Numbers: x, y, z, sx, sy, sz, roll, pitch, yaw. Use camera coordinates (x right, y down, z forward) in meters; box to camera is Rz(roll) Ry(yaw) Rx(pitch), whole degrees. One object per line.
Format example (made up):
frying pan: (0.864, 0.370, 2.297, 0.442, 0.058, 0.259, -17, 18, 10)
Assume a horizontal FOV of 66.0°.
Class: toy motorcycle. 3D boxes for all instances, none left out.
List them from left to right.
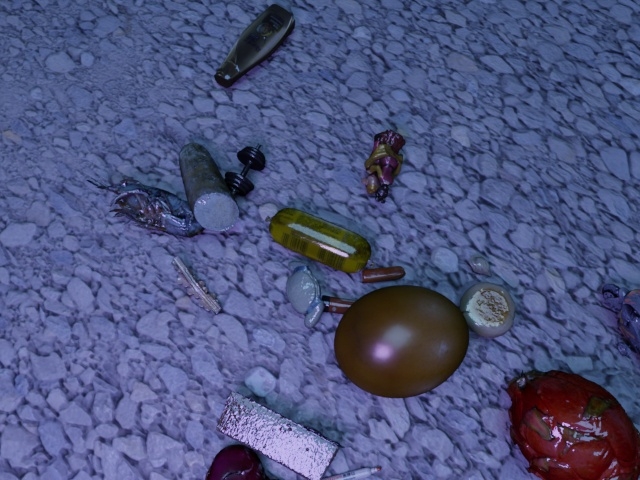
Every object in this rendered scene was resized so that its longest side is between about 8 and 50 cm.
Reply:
toy motorcycle: (0.886, 0.243, 1.334, 0.108, 0.173, 0.307, -23, 70, -10)

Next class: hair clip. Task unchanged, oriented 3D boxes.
hair clip: (-0.365, 0.135, 1.432, 0.062, 0.056, 0.214, -37, 82, -29)

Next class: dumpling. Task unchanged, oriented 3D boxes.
dumpling: (0.477, 0.069, 1.465, 0.077, 0.043, 0.059, 19, 49, 10)

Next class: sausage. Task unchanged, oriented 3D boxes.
sausage: (0.000, 0.000, 1.442, 0.347, 0.123, 0.123, 23, 71, 7)
sausage: (0.186, 0.100, 1.452, 0.131, 0.039, 0.041, -6, 63, -4)

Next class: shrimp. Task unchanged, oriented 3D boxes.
shrimp: (-0.515, -0.109, 1.450, 0.372, 0.172, 0.137, 14, 64, -11)

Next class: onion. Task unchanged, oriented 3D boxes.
onion: (-0.189, 0.600, 1.215, 0.198, 0.135, 0.173, 6, 73, 0)

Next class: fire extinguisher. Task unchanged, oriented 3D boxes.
fire extinguisher: (0.090, 0.190, 1.409, 0.177, 0.062, 0.050, 7, 41, 2)

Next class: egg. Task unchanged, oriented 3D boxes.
egg: (0.209, 0.256, 1.267, 0.352, 0.282, 0.282, -7, 70, -15)

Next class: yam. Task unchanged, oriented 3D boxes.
yam: (-0.349, -0.177, 1.477, 0.133, 0.133, 0.330, -23, 53, -8)

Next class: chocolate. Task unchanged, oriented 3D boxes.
chocolate: (-0.107, 0.505, 1.263, 0.321, 0.112, 0.111, 23, 71, 9)

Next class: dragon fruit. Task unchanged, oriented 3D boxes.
dragon fruit: (0.614, 0.471, 1.201, 0.278, 0.277, 0.342, -19, 75, -7)

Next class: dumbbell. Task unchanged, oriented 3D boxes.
dumbbell: (-0.235, -0.215, 1.532, 0.099, 0.099, 0.208, 22, 72, 8)

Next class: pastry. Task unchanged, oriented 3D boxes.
pastry: (0.470, 0.196, 1.392, 0.157, 0.092, 0.156, 0, 67, 0)

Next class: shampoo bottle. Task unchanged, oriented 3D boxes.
shampoo bottle: (-0.232, -0.668, 1.708, 0.126, 0.084, 0.350, 36, 74, 10)

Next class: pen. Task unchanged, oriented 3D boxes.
pen: (0.051, 0.615, 1.269, 0.218, 0.026, 0.026, -12, 70, -5)

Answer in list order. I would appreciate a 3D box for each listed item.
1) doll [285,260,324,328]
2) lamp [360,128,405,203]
doll: (-0.047, 0.145, 1.405, 0.103, 0.072, 0.214, -39, 57, 31)
lamp: (0.190, -0.222, 1.536, 0.119, 0.118, 0.253, 14, 74, 5)
